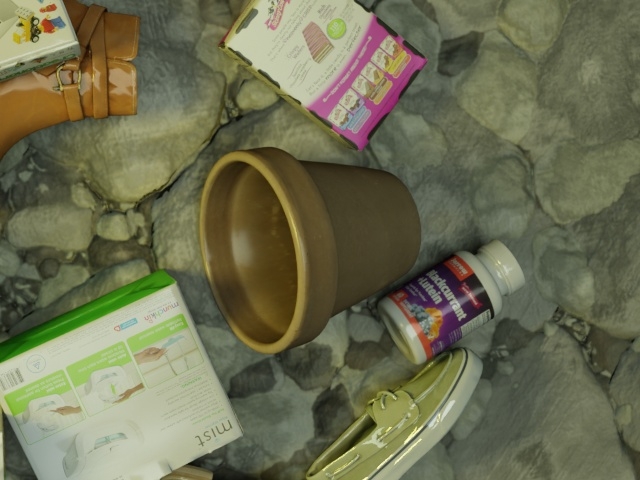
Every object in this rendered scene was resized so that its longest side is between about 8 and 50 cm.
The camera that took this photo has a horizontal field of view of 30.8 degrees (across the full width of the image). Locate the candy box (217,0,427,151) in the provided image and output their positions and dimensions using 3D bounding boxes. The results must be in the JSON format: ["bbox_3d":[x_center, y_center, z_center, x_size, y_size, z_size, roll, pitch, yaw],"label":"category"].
[{"bbox_3d":[0.003,-0.251,1.552,0.233,0.071,0.159,37,87,-18],"label":"candy box"}]

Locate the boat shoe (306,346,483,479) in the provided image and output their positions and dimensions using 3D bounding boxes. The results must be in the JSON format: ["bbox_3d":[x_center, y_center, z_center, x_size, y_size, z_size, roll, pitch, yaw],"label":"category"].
[{"bbox_3d":[0.105,0.260,1.636,0.094,0.109,0.302,41,88,-15],"label":"boat shoe"}]

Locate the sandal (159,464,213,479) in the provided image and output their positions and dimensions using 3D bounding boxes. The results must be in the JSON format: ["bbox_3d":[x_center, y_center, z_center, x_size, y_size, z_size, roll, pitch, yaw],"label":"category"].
[{"bbox_3d":[-0.109,0.373,1.590,0.240,0.088,0.079,15,56,-11],"label":"sandal"}]

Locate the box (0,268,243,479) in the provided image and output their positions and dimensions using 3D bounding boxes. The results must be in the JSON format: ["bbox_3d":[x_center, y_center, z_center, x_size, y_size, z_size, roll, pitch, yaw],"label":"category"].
[{"bbox_3d":[-0.267,0.200,1.512,0.262,0.127,0.231,-26,104,-11],"label":"box"}]

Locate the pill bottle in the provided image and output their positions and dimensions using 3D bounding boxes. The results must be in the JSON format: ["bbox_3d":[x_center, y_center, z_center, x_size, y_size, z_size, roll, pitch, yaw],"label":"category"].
[{"bbox_3d":[0.186,0.081,1.631,0.193,0.108,0.108,-32,105,-9],"label":"pill bottle"}]

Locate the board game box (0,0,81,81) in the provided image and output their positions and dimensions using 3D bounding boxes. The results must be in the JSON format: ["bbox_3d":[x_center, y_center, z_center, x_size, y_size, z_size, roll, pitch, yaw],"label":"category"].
[{"bbox_3d":[-0.429,-0.331,1.378,0.193,0.053,0.305,-20,82,-11],"label":"board game box"}]

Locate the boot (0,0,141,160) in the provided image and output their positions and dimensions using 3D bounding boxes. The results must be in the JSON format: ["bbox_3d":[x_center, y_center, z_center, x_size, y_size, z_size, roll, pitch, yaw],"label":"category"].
[{"bbox_3d":[-0.342,-0.170,1.458,0.220,0.109,0.283,6,85,-15],"label":"boot"}]

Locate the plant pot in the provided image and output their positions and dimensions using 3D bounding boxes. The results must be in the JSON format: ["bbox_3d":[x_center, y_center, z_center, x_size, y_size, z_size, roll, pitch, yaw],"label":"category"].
[{"bbox_3d":[0.000,0.000,1.516,0.229,0.263,0.263,-11,101,-32],"label":"plant pot"}]

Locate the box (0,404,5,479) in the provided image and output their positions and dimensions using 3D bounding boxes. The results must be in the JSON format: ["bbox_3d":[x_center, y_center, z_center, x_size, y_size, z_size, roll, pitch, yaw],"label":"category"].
[{"bbox_3d":[-0.447,0.260,1.430,0.114,0.203,0.103,-2,98,-15],"label":"box"}]
